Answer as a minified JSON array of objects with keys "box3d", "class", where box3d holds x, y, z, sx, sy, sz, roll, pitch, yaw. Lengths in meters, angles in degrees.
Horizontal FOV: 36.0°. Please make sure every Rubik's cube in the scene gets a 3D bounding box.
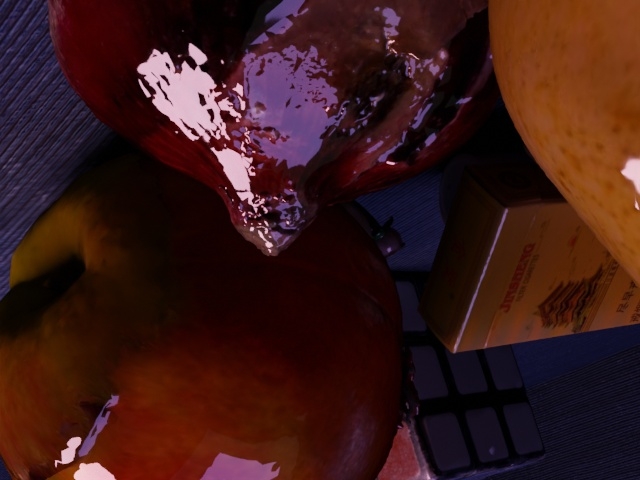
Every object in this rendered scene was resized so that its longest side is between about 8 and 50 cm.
[{"box3d":[0.106,0.239,1.494,0.305,0.304,0.301,-28,159,38],"class":"Rubik's cube"}]

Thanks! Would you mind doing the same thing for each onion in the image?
[{"box3d":[-0.017,-0.091,0.561,0.272,0.195,0.272,-5,162,-2],"class":"onion"}]

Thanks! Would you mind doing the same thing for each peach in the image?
[{"box3d":[-0.083,0.098,0.812,0.370,0.370,0.370,-14,162,-5],"class":"peach"}]

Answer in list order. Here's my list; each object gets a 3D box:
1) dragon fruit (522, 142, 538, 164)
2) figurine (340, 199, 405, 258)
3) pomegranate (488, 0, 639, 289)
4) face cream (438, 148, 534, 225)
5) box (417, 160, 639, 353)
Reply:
[{"box3d":[0.231,-0.109,0.878,0.125,0.125,0.246,-37,178,-1],"class":"dragon fruit"},{"box3d":[0.005,0.002,1.033,0.144,0.114,0.178,-30,176,-7],"class":"figurine"},{"box3d":[0.265,-0.106,0.371,0.416,0.417,0.417,-14,162,-5],"class":"pomegranate"},{"box3d":[0.297,-0.057,1.083,0.345,0.102,0.102,-5,160,-29],"class":"face cream"},{"box3d":[0.247,0.008,0.982,0.274,0.076,0.174,-5,126,-27],"class":"box"}]
